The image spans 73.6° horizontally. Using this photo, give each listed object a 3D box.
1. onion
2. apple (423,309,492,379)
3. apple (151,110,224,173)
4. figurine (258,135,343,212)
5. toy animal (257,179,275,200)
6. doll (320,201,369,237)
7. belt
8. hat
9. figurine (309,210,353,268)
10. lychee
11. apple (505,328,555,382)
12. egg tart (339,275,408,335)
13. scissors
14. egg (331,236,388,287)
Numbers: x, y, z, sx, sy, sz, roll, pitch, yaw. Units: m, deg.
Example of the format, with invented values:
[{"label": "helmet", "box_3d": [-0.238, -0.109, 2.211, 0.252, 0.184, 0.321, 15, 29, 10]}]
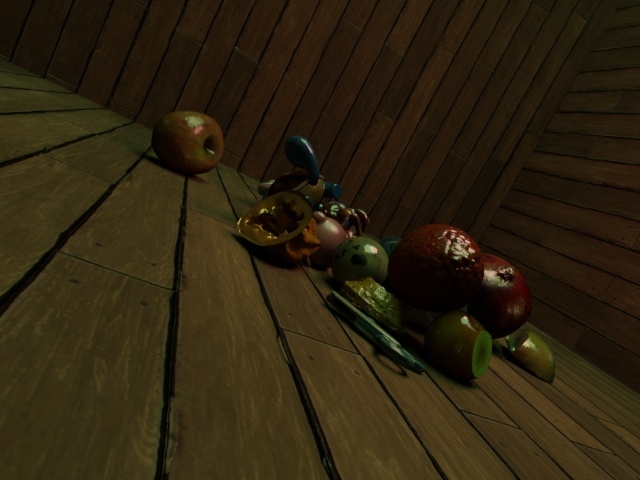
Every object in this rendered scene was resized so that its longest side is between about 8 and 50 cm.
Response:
[{"label": "onion", "box_3d": [0.630, 0.217, 1.616, 0.342, 0.341, 0.341, 27, 8, -4]}, {"label": "apple", "box_3d": [0.339, 0.250, 1.046, 0.163, 0.147, 0.146, 34, 11, 30]}, {"label": "apple", "box_3d": [-0.585, -0.432, 1.872, 0.250, 0.277, 0.309, 14, -13, 22]}, {"label": "figurine", "box_3d": [-0.090, -0.151, 1.507, 0.243, 0.416, 0.298, 41, 46, 8]}, {"label": "toy animal", "box_3d": [-0.189, -0.193, 1.983, 0.249, 0.174, 0.289, 20, 12, -46]}, {"label": "doll", "box_3d": [0.080, -0.075, 2.033, 0.318, 0.209, 0.340, 23, 9, 17]}, {"label": "belt", "box_3d": [0.324, 0.134, 1.448, 0.301, 0.172, 0.436, 7, 17, -15]}, {"label": "hat", "box_3d": [-0.089, 0.008, 1.295, 0.233, 0.245, 0.233, -94, 160, -47]}, {"label": "figurine", "box_3d": [0.000, 0.000, 1.434, 0.173, 0.173, 0.173, 27, 8, -4]}, {"label": "lychee", "box_3d": [0.303, 0.072, 1.135, 0.255, 0.255, 0.300, 24, -4, -21]}, {"label": "apple", "box_3d": [0.803, 0.424, 1.598, 0.193, 0.120, 0.265, 41, 14, 15]}, {"label": "egg tart", "box_3d": [0.149, 0.162, 1.109, 0.213, 0.090, 0.212, 37, 2, -1]}, {"label": "scissors", "box_3d": [0.113, 0.202, 0.983, 0.289, 0.041, 0.138, 35, 2, 37]}, {"label": "egg", "box_3d": [0.121, 0.079, 1.324, 0.177, 0.177, 0.228, 29, -7, 7]}]
